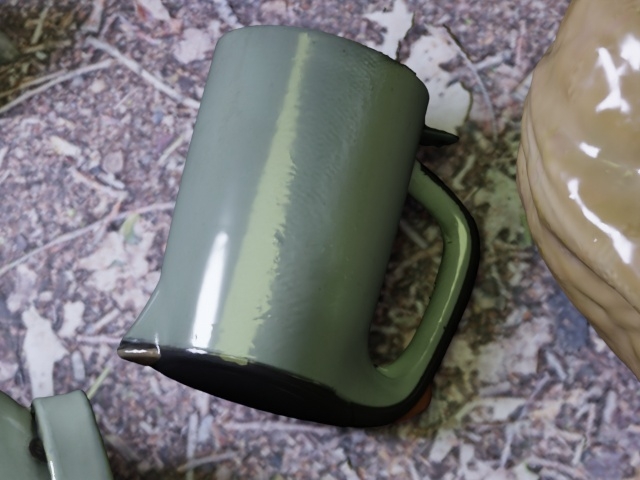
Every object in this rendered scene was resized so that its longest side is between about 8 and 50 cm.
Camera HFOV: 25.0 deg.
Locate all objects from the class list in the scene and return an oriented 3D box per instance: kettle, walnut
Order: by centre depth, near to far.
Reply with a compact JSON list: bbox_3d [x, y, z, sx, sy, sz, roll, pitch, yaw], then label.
[{"bbox_3d":[0.298,-0.033,0.865,0.381,0.381,0.381,-5,68,13],"label":"walnut"},{"bbox_3d":[0.000,0.000,1.042,0.240,0.165,0.255,16,73,-9],"label":"kettle"}]

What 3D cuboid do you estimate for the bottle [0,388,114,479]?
[{"bbox_3d":[-0.224,0.198,0.967,0.351,0.229,0.229,26,78,5],"label":"bottle"}]
